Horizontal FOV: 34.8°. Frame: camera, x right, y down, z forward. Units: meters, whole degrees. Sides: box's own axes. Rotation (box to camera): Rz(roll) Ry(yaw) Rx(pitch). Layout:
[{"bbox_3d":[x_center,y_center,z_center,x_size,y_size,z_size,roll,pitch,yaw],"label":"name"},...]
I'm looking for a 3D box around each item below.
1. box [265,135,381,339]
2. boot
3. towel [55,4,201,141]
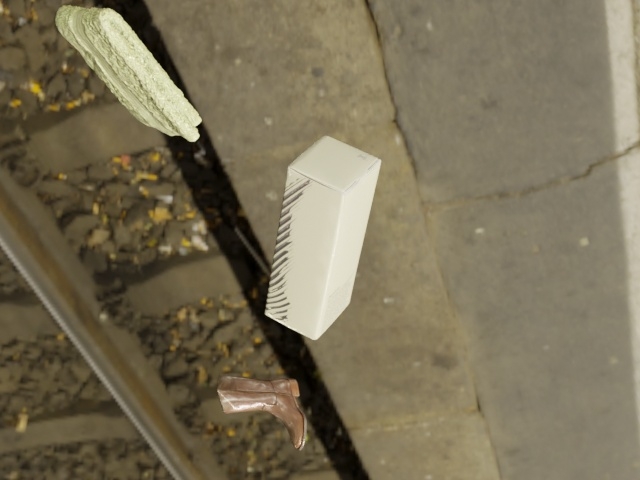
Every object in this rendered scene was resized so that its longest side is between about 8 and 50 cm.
[{"bbox_3d":[0.000,0.000,1.445,0.094,0.113,0.275,26,130,18],"label":"box"},{"bbox_3d":[-0.079,0.221,1.313,0.114,0.106,0.037,7,136,-26],"label":"boot"},{"bbox_3d":[-0.175,-0.152,0.933,0.027,0.110,0.148,-49,126,-18],"label":"towel"}]
